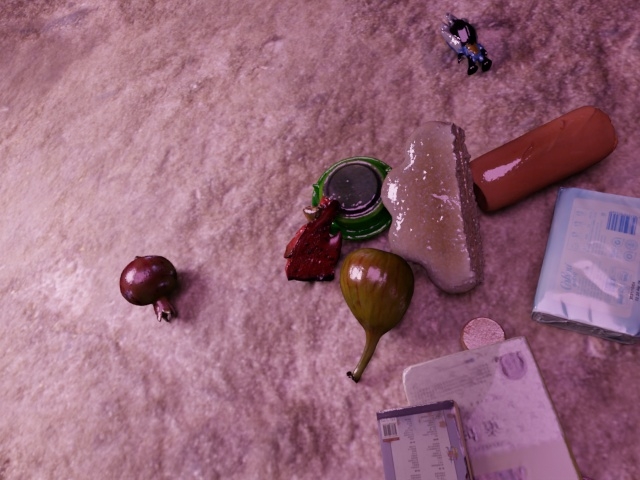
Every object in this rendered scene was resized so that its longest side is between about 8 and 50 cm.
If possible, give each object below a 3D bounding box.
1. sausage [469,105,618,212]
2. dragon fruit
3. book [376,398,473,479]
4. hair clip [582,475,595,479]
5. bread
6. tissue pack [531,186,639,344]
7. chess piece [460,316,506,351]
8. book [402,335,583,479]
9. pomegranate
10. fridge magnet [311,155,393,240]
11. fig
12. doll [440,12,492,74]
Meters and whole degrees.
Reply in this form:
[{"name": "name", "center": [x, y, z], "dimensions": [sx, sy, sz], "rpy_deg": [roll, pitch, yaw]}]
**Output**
[{"name": "sausage", "center": [0.449, -0.168, 0.989], "dimensions": [0.304, 0.121, 0.121], "rpy_deg": [-26, 61, 4]}, {"name": "dragon fruit", "center": [-0.011, 0.001, 1.013], "dimensions": [0.122, 0.092, 0.192], "rpy_deg": [33, 108, 20]}, {"name": "book", "center": [0.180, 0.400, 0.815], "dimensions": [0.157, 0.026, 0.231], "rpy_deg": [-23, 60, 33]}, {"name": "hair clip", "center": [0.389, 0.401, 0.789], "dimensions": [0.137, 0.022, 0.054], "rpy_deg": [12, 70, 20]}, {"name": "bread", "center": [0.216, -0.061, 0.959], "dimensions": [0.183, 0.102, 0.338], "rpy_deg": [-9, 90, 28]}, {"name": "tissue pack", "center": [0.508, 0.042, 0.892], "dimensions": [0.177, 0.089, 0.264], "rpy_deg": [13, 72, 22]}, {"name": "chess piece", "center": [0.306, 0.186, 0.908], "dimensions": [0.083, 0.038, 0.084], "rpy_deg": [-7, 65, 15]}, {"name": "book", "center": [0.287, 0.353, 0.802], "dimensions": [0.239, 0.035, 0.353], "rpy_deg": [-23, 60, 20]}, {"name": "pomegranate", "center": [-0.392, 0.110, 1.097], "dimensions": [0.129, 0.129, 0.160], "rpy_deg": [-10, 71, 11]}, {"name": "fridge magnet", "center": [0.080, -0.100, 1.079], "dimensions": [0.207, 0.088, 0.208], "rpy_deg": [-5, 69, 13]}, {"name": "fig", "center": [0.096, 0.142, 0.932], "dimensions": [0.151, 0.151, 0.260], "rpy_deg": [8, 71, 19]}, {"name": "doll", "center": [0.359, -0.502, 1.206], "dimensions": [0.095, 0.070, 0.195], "rpy_deg": [-16, 68, -10]}]
